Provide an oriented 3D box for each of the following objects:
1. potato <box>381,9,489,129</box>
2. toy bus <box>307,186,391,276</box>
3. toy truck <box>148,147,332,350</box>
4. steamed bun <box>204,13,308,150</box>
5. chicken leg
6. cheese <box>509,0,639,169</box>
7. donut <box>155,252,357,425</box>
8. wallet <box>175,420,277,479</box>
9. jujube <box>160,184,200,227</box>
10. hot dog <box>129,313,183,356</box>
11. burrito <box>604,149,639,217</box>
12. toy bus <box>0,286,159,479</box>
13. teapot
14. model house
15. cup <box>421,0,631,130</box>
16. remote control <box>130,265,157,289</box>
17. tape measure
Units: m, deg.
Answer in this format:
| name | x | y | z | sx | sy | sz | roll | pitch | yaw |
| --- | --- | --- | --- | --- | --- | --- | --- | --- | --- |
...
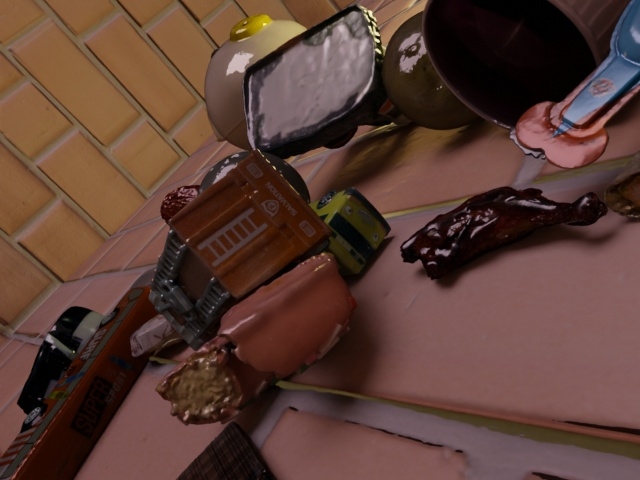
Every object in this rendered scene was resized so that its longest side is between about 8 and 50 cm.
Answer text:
| name | x | y | z | sx | sy | sz | roll | pitch | yaw |
| --- | --- | --- | --- | --- | --- | --- | --- | --- | --- |
| potato | 0.188 | -0.256 | 0.815 | 0.235 | 0.178 | 0.160 | -41 | -1 | -22 |
| toy bus | 0.000 | 0.000 | 0.755 | 0.175 | 0.088 | 0.101 | -14 | 35 | 55 |
| toy truck | -0.119 | 0.038 | 0.686 | 0.162 | 0.136 | 0.305 | -40 | -4 | -31 |
| steamed bun | -0.138 | -0.405 | 1.487 | 0.333 | 0.334 | 0.374 | -22 | 23 | 42 |
| chicken leg | 0.163 | -0.012 | 0.543 | 0.219 | 0.048 | 0.090 | -22 | 31 | 41 |
| cheese | 0.274 | -0.159 | 0.475 | 0.256 | 0.037 | 0.106 | -45 | 46 | 8 |
| donut | -0.051 | 0.102 | 0.583 | 0.199 | 0.085 | 0.233 | -32 | -8 | -44 |
| wallet | -0.139 | 0.277 | 0.512 | 0.230 | 0.042 | 0.124 | -43 | 19 | -15 |
| jujube | -0.343 | -0.088 | 1.489 | 0.176 | 0.112 | 0.109 | -19 | 63 | 41 |
| hot dog | -0.234 | 0.135 | 0.939 | 0.192 | 0.053 | 0.099 | -33 | 10 | 4 |
| burrito | 0.320 | -0.106 | 0.435 | 0.226 | 0.060 | 0.087 | -46 | 16 | -8 |
| toy bus | -0.371 | 0.237 | 0.932 | 0.092 | 0.093 | 0.409 | -18 | 31 | 31 |
| teapot | -0.111 | -0.062 | 0.979 | 0.183 | 0.183 | 0.251 | -41 | 8 | 2 |
| model house | 0.054 | -0.240 | 1.016 | 0.271 | 0.190 | 0.300 | -20 | -15 | 34 |
| cup | 0.293 | -0.276 | 0.615 | 0.273 | 0.208 | 0.288 | -46 | 20 | -15 |
| remote control | -0.386 | 0.086 | 1.350 | 0.244 | 0.022 | 0.077 | -17 | 30 | 47 |
| tape measure | -0.460 | 0.217 | 1.057 | 0.182 | 0.107 | 0.181 | -100 | 35 | -81 |
